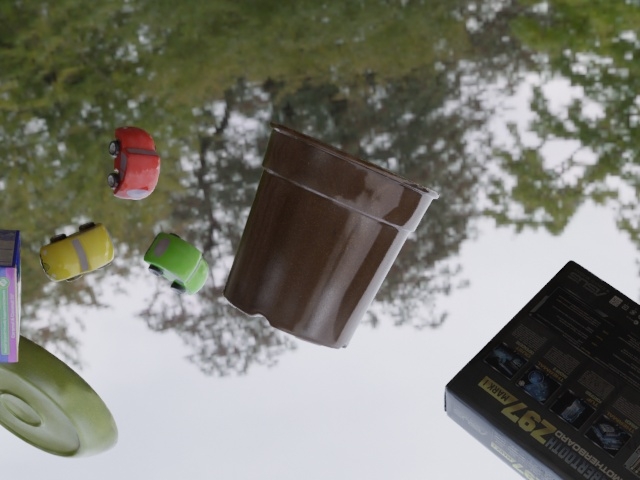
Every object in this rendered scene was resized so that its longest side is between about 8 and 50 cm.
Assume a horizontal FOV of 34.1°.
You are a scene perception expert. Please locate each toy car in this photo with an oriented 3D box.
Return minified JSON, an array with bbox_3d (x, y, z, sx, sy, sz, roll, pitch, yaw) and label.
[{"bbox_3d":[-0.227,-0.006,1.387,0.053,0.225,0.239,-2,-127,53],"label":"toy car"}]

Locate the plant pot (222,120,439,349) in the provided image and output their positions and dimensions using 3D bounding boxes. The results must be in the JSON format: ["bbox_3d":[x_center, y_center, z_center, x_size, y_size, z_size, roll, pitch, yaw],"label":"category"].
[{"bbox_3d":[0.000,0.000,0.944,0.167,0.165,0.167,23,-177,-1],"label":"plant pot"}]

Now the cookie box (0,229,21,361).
[{"bbox_3d":[-0.292,0.048,0.943,0.040,0.092,0.107,0,-161,-14],"label":"cookie box"}]

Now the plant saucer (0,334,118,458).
[{"bbox_3d":[-0.363,0.200,1.304,0.241,0.241,0.037,10,-132,29],"label":"plant saucer"}]

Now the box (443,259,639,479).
[{"bbox_3d":[0.252,0.148,0.909,0.232,0.059,0.183,36,-115,28],"label":"box"}]
